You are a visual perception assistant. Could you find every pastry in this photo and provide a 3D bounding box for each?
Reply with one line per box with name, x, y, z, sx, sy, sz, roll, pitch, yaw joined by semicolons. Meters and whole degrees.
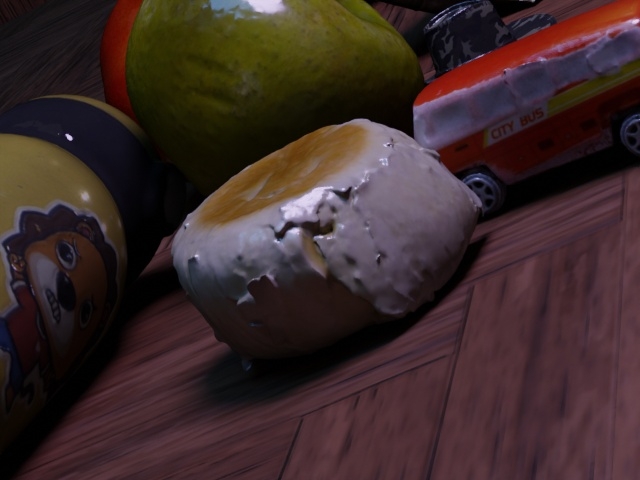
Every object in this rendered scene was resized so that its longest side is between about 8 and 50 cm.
pastry;0.000;0.000;1.041;0.166;0.088;0.166;-27;18;10

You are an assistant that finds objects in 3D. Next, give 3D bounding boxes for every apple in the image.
apple;-0.031;-0.101;1.243;0.157;0.196;0.196;-47;12;10

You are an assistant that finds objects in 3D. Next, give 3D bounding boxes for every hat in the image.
hat;0.107;-0.143;1.382;0.121;0.050;0.121;-24;14;7

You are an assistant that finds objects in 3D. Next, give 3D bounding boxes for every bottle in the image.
bottle;-0.205;0.018;1.190;0.171;0.171;0.351;-21;17;29

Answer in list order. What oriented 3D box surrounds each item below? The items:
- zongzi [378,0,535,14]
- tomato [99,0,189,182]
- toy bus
zongzi;0.041;-0.243;1.583;0.248;0.111;0.241;9;-1;-14
tomato;-0.076;-0.135;1.458;0.195;0.136;0.195;-21;55;34
toy bus;0.127;-0.075;1.070;0.174;0.077;0.079;-20;17;29
